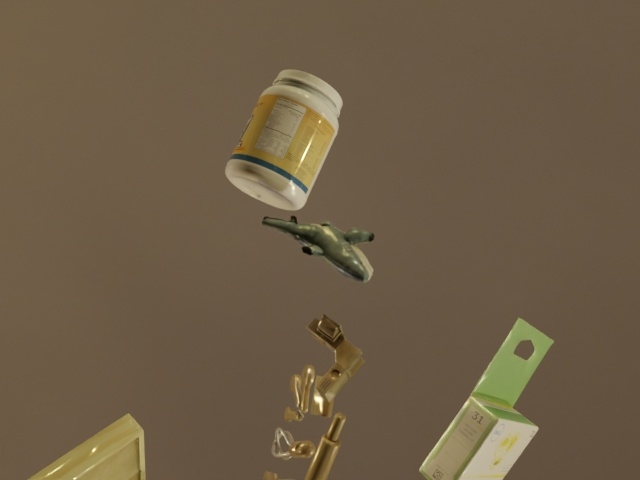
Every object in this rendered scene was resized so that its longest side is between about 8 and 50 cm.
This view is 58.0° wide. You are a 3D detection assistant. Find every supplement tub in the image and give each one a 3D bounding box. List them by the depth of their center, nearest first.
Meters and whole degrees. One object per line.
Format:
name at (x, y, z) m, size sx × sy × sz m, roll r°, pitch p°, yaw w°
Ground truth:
supplement tub at (-0.057, -0.166, 0.967) m, size 0.144 × 0.144 × 0.199 m, roll 20°, pitch -102°, yaw 19°

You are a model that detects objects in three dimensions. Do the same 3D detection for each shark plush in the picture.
shark plush at (0.000, 0.000, 0.748) m, size 0.161 × 0.067 × 0.073 m, roll 36°, pitch -57°, yaw 6°

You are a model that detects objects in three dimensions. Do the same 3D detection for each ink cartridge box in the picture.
ink cartridge box at (0.247, 0.231, 0.775) m, size 0.056 × 0.171 × 0.235 m, roll 37°, pitch -85°, yaw 40°

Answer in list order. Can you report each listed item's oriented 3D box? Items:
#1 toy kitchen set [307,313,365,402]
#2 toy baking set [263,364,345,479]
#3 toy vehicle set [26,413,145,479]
toy kitchen set at (0.001, 0.147, 0.751) m, size 0.083 × 0.068 × 0.075 m, roll 33°, pitch -111°, yaw 30°
toy baking set at (-0.027, 0.320, 0.920) m, size 0.030 × 0.197 × 0.256 m, roll 16°, pitch -82°, yaw -21°
toy vehicle set at (-0.315, 0.370, 0.774) m, size 0.035 × 0.166 × 0.266 m, roll 34°, pitch -49°, yaw 27°
